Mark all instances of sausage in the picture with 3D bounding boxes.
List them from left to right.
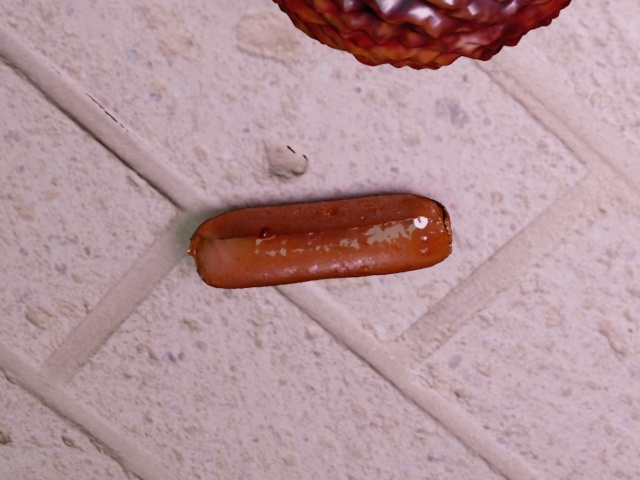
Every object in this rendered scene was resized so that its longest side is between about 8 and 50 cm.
[{"bbox_3d":[0.000,0.000,1.491,0.330,0.102,0.102,-5,117,18],"label":"sausage"}]

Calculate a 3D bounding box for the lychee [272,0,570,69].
[{"bbox_3d":[0.108,-0.349,1.082,0.500,0.424,0.425,46,125,19],"label":"lychee"}]
